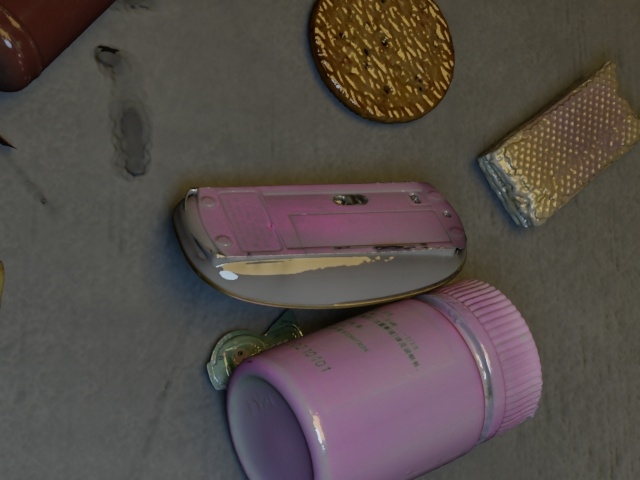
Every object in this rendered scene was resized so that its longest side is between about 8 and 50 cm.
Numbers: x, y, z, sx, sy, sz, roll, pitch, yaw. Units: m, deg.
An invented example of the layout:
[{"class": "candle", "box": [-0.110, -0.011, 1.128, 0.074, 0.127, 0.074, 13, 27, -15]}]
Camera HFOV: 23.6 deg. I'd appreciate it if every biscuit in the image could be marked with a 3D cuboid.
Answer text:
[{"class": "biscuit", "box": [0.070, -0.223, 1.753, 0.188, 0.027, 0.187, 7, 74, -25]}, {"class": "biscuit", "box": [0.294, -0.113, 1.824, 0.239, 0.062, 0.108, -36, 97, -29]}]

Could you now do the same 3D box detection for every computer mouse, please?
[{"class": "computer mouse", "box": [0.000, 0.000, 1.589, 0.310, 0.072, 0.158, -3, 41, -21]}]

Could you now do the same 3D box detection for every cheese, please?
[{"class": "cheese", "box": [-0.066, 0.120, 1.587, 0.121, 0.026, 0.067, -24, 89, -31]}]

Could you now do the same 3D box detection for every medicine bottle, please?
[{"class": "medicine bottle", "box": [0.066, 0.159, 1.561, 0.291, 0.178, 0.178, -20, 86, -33]}]

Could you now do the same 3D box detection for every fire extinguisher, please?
[{"class": "fire extinguisher", "box": [-0.276, -0.217, 1.533, 0.337, 0.106, 0.147, -51, 127, -28]}]

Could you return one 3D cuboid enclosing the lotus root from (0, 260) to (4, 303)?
[{"class": "lotus root", "box": [-0.403, 0.070, 1.384, 0.258, 0.097, 0.110, -14, 115, -41]}]
